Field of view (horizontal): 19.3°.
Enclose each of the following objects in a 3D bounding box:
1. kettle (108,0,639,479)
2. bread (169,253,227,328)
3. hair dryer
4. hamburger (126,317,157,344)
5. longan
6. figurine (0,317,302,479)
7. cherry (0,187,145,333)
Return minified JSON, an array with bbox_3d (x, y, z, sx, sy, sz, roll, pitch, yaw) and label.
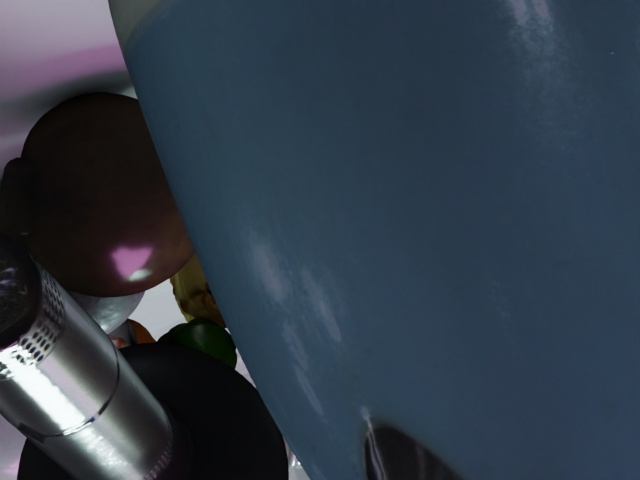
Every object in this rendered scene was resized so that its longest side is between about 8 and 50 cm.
[{"bbox_3d":[0.103,0.010,0.797,0.319,0.342,0.247,-11,170,-46],"label":"kettle"},{"bbox_3d":[0.000,0.000,1.464,0.210,0.099,0.235,-13,177,-21],"label":"bread"},{"bbox_3d":[-0.187,0.048,0.974,0.155,0.284,0.320,-56,150,-13],"label":"hair dryer"},{"bbox_3d":[-0.248,0.228,1.678,0.250,0.330,0.330,-13,172,-22],"label":"hamburger"},{"bbox_3d":[-0.114,-0.023,0.959,0.119,0.106,0.106,-8,168,-34],"label":"longan"},{"bbox_3d":[-0.160,0.122,1.414,0.370,0.167,0.281,6,176,-14],"label":"figurine"},{"bbox_3d":[-0.139,0.011,1.132,0.188,0.115,0.148,-22,152,-10],"label":"cherry"}]
